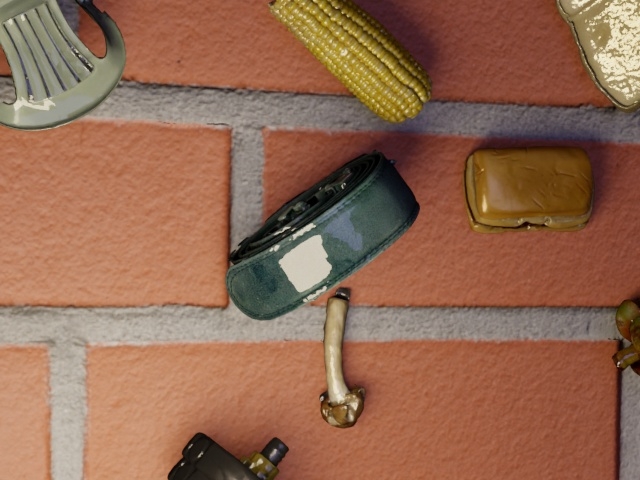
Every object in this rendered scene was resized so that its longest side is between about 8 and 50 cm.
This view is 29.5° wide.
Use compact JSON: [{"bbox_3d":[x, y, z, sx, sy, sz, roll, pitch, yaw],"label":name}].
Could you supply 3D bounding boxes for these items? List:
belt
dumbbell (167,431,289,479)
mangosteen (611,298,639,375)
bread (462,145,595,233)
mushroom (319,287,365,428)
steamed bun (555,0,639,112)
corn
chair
[{"bbox_3d":[0.000,0.000,1.522,0.267,0.206,0.116,-37,101,-5],"label":"belt"},{"bbox_3d":[-0.171,0.395,1.478,0.185,0.185,0.388,43,77,-14],"label":"dumbbell"},{"bbox_3d":[0.507,0.137,1.712,0.200,0.200,0.199,0,90,-18],"label":"mangosteen"},{"bbox_3d":[0.296,-0.071,1.691,0.200,0.077,0.116,-1,83,-19],"label":"bread"},{"bbox_3d":[0.030,0.156,1.610,0.060,0.061,0.187,3,84,-47],"label":"mushroom"},{"bbox_3d":[0.440,-0.326,1.704,0.212,0.231,0.110,42,34,2],"label":"steamed bun"},{"bbox_3d":[0.044,-0.255,1.594,0.244,0.093,0.093,42,78,-15],"label":"corn"},{"bbox_3d":[-0.366,-0.287,1.417,0.203,0.190,0.274,-32,128,-15],"label":"chair"}]
